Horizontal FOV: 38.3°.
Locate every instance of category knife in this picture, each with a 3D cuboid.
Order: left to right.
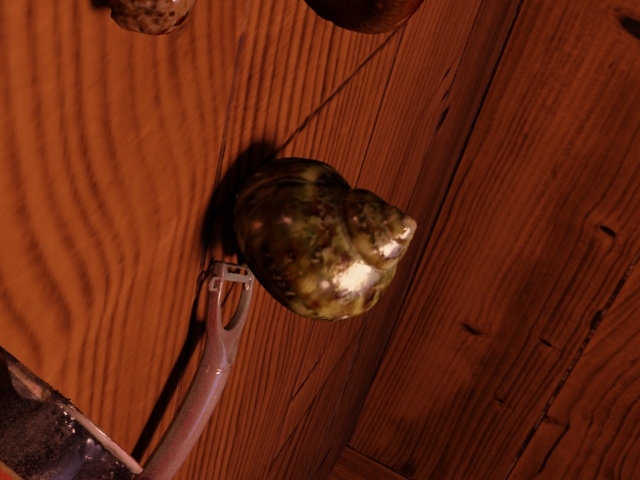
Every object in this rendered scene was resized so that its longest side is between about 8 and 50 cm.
[{"bbox_3d":[-0.130,0.153,0.886,0.278,0.053,0.123,-65,163,1],"label":"knife"}]

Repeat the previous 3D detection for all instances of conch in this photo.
[{"bbox_3d":[0.002,-0.003,0.821,0.187,0.181,0.124,13,103,-55],"label":"conch"}]

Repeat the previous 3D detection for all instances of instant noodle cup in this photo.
[{"bbox_3d":[-0.179,0.130,0.463,0.135,0.127,0.127,-51,165,-20],"label":"instant noodle cup"}]

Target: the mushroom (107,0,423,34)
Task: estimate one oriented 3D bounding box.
[{"bbox_3d":[-0.023,-0.186,0.497,0.217,0.148,0.227,-36,149,-34],"label":"mushroom"}]
